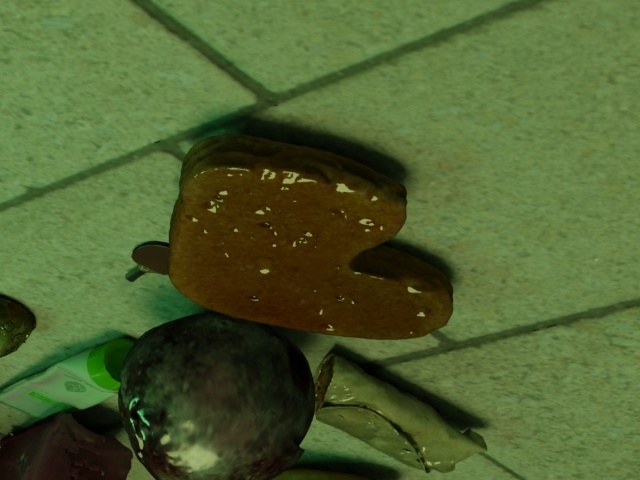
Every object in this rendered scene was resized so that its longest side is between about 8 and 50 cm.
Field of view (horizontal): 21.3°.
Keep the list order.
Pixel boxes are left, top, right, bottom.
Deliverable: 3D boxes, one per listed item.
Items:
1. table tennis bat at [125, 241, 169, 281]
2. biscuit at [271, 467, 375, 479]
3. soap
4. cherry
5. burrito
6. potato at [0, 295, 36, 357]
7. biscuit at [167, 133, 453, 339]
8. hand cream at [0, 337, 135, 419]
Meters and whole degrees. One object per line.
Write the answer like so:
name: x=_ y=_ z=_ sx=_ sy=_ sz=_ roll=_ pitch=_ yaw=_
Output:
table tennis bat: x=-0.160 y=0.022 z=1.610 sx=0.050 sy=0.007 sz=0.083 roll=27 pitch=145 yaw=-28
biscuit: x=-0.024 y=0.338 z=2.036 sx=0.213 sy=0.091 sz=0.274 roll=14 pitch=152 yaw=-11
soap: x=-0.339 y=0.333 z=2.008 sx=0.127 sy=0.220 sz=0.325 roll=24 pitch=156 yaw=-17
cherry: x=-0.100 y=0.156 z=1.661 sx=0.195 sy=0.195 sz=0.195 roll=8 pitch=151 yaw=4
burrito: x=0.076 y=0.186 z=1.768 sx=0.226 sy=0.060 sz=0.087 roll=28 pitch=141 yaw=-27
potato: x=-0.396 y=0.088 z=1.758 sx=0.197 sy=0.054 sz=0.119 roll=13 pitch=153 yaw=-5
biscuit: x=0.000 y=-0.002 z=1.477 sx=0.262 sy=0.052 sz=0.277 roll=7 pitch=150 yaw=-4
hand cream: x=-0.275 y=0.159 z=1.860 sx=0.079 sy=0.050 sz=0.275 roll=49 pitch=144 yaw=-10
